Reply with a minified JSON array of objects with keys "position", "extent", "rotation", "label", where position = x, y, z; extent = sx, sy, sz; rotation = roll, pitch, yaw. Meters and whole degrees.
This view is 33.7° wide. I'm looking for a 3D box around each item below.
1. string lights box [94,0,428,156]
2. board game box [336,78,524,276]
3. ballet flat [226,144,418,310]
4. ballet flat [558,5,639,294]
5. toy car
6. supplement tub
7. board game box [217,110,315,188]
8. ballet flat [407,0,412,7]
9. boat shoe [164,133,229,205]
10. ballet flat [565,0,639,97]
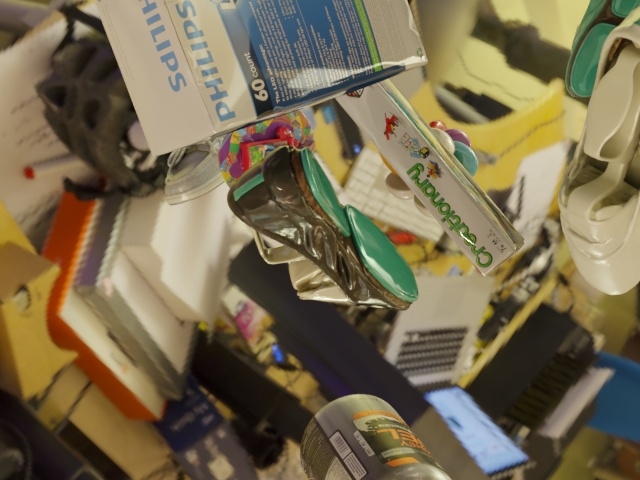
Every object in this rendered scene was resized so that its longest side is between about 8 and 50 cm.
[{"position":[-0.036,-0.166,0.818],"extent":[0.260,0.077,0.133],"rotation":[-25,98,-45],"label":"string lights box"},{"position":[0.127,-0.095,1.276],"extent":[0.053,0.305,0.193],"rotation":[-40,173,13],"label":"board game box"},{"position":[0.000,0.000,0.990],"extent":[0.096,0.095,0.280],"rotation":[-24,144,15],"label":"ballet flat"},{"position":[0.358,-0.097,1.305],"extent":[0.139,0.139,0.400],"rotation":[-25,132,-41],"label":"ballet flat"},{"position":[0.187,-0.140,1.765],"extent":[0.136,0.182,0.159],"rotation":[-30,132,-23],"label":"toy car"},{"position":[0.101,0.402,1.717],"extent":[0.194,0.316,0.193],"rotation":[-8,114,-19],"label":"supplement tub"},{"position":[-0.074,-0.135,1.597],"extent":[0.133,0.033,0.168],"rotation":[40,75,-28],"label":"board game box"},{"position":[0.096,-0.337,1.363],"extent":[0.116,0.124,0.342],"rotation":[-4,142,-30],"label":"ballet flat"},{"position":[-0.179,-0.176,1.754],"extent":[0.103,0.118,0.320],"rotation":[55,44,-24],"label":"boat shoe"},{"position":[0.432,-0.334,1.590],"extent":[0.083,0.087,0.247],"rotation":[17,108,-15],"label":"ballet flat"}]
